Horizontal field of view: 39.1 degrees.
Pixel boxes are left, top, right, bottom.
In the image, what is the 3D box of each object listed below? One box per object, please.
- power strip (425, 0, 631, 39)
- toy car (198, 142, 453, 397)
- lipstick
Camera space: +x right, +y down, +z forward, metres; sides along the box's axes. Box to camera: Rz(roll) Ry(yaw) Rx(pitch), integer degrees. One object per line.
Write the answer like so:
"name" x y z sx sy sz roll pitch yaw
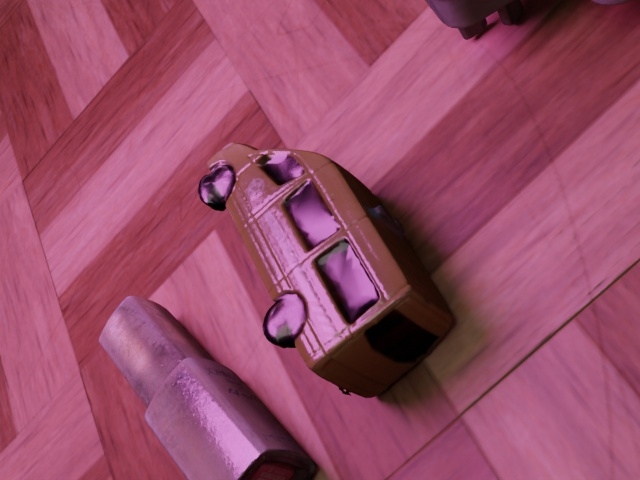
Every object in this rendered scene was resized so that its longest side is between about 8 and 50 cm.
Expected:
"power strip" 0.193 -0.265 0.707 0.261 0.141 0.229 -32 52 7
"toy car" 0.000 0.000 0.742 0.124 0.101 0.257 -40 51 13
"lipstick" -0.110 0.138 0.784 0.077 0.079 0.253 -55 47 5
